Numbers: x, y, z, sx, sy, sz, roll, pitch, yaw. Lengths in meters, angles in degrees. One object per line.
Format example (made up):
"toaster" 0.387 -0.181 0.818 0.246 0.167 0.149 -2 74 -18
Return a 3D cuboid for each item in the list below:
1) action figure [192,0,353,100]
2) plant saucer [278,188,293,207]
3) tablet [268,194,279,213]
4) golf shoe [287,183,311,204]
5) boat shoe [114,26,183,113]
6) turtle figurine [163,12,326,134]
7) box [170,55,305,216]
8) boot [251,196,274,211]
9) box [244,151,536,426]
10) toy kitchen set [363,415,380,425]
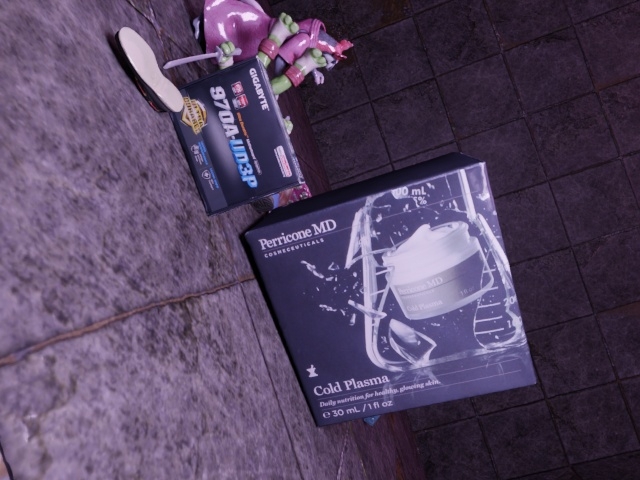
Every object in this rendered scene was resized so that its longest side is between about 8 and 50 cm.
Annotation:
"action figure" -0.101 -0.510 1.047 0.248 0.370 0.275 -67 159 -57
"plant saucer" -0.116 -0.169 1.179 0.168 0.029 0.168 13 90 -73
"tablet" -0.126 -0.090 1.124 0.054 0.006 0.083 40 57 -72
"golf shoe" -0.040 -0.065 1.386 0.140 0.115 0.306 -76 148 -81
"boat shoe" -0.257 -0.244 0.616 0.133 0.042 0.048 61 39 -48
"turtle figurine" -0.115 -0.326 0.864 0.198 0.266 0.274 41 -1 8
"box" -0.145 -0.171 0.717 0.051 0.175 0.220 -48 120 -80
"boot" -0.161 -0.194 1.005 0.189 0.076 0.208 86 -3 -63
"box" 0.157 0.101 0.957 0.297 0.480 0.471 -63 135 -74
"toy kitchen set" 0.143 0.525 1.449 0.207 0.166 0.122 34 10 -1
